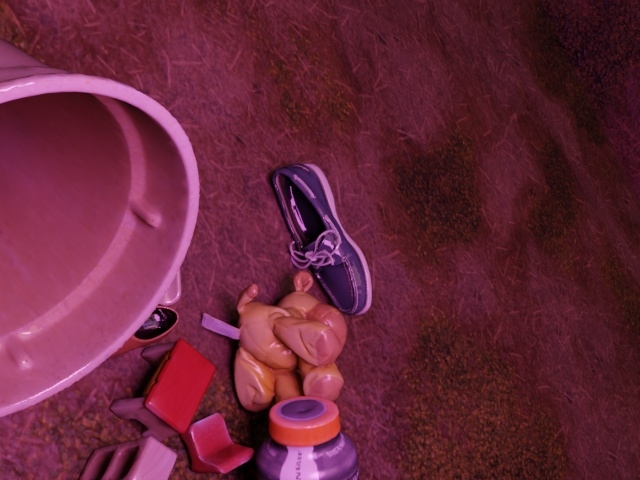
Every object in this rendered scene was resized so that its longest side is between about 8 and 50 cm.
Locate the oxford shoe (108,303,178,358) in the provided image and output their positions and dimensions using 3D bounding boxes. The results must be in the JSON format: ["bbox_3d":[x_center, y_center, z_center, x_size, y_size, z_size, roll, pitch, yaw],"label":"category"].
[{"bbox_3d":[-0.261,0.109,1.021,0.212,0.076,0.076,-17,89,-43],"label":"oxford shoe"}]

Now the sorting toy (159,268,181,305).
[{"bbox_3d":[-0.265,-0.021,1.099,0.208,0.038,0.193,10,67,-44],"label":"sorting toy"}]

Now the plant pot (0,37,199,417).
[{"bbox_3d":[-0.331,-0.062,0.770,0.305,0.334,0.334,40,30,30],"label":"plant pot"}]

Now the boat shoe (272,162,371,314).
[{"bbox_3d":[0.000,0.000,1.333,0.079,0.095,0.255,-15,84,-51],"label":"boat shoe"}]

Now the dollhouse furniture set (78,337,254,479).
[{"bbox_3d":[-0.166,0.309,0.983,0.201,0.152,0.374,46,46,-24],"label":"dollhouse furniture set"}]

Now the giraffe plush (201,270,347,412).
[{"bbox_3d":[-0.036,0.137,1.217,0.210,0.181,0.170,38,27,16],"label":"giraffe plush"}]

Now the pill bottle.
[{"bbox_3d":[-0.015,0.324,1.098,0.130,0.130,0.246,-22,114,-49],"label":"pill bottle"}]
